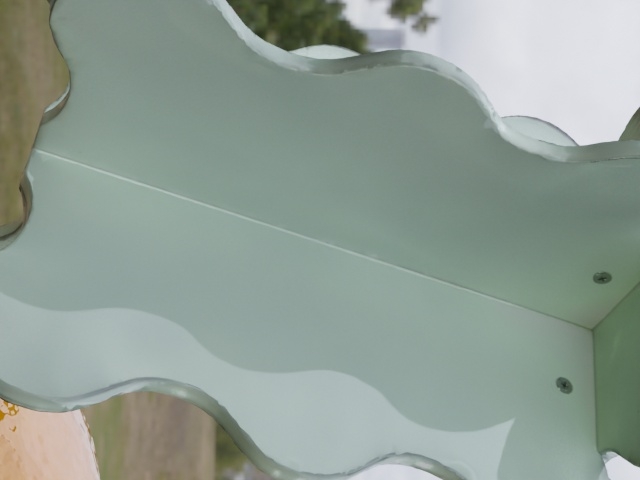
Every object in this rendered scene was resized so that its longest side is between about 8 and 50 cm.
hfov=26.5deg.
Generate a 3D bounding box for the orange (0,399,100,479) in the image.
[{"bbox_3d":[-0.258,0.135,0.657,0.312,0.312,0.312,-179,-90,-90],"label":"orange"}]

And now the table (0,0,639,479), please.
[{"bbox_3d":[0.000,0.000,0.416,0.166,0.198,0.166,-162,-90,-77],"label":"table"}]
